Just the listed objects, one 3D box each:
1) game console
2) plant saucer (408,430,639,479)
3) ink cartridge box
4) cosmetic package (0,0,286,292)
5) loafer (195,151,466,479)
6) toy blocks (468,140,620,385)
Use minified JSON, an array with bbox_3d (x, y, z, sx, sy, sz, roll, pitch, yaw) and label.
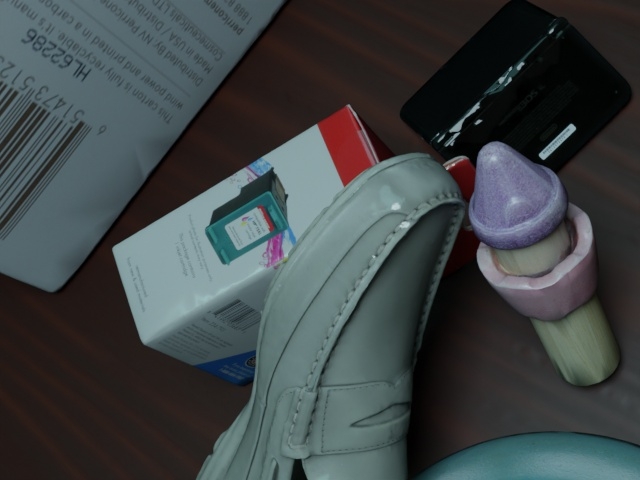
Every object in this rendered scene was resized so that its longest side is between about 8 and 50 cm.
[{"bbox_3d":[0.133,-0.095,0.752,0.122,0.071,0.107,-45,90,6],"label":"game console"},{"bbox_3d":[0.129,0.263,0.609,0.318,0.044,0.317,-9,68,23],"label":"plant saucer"},{"bbox_3d":[0.000,0.000,0.710,0.231,0.134,0.078,-30,61,13],"label":"ink cartridge box"},{"bbox_3d":[-0.309,-0.230,0.827,0.394,0.329,0.327,39,92,30],"label":"cosmetic package"},{"bbox_3d":[0.014,0.098,0.630,0.111,0.112,0.319,42,127,31],"label":"loafer"},{"bbox_3d":[0.217,0.036,0.476,0.309,0.260,0.288,-16,43,19],"label":"toy blocks"}]
